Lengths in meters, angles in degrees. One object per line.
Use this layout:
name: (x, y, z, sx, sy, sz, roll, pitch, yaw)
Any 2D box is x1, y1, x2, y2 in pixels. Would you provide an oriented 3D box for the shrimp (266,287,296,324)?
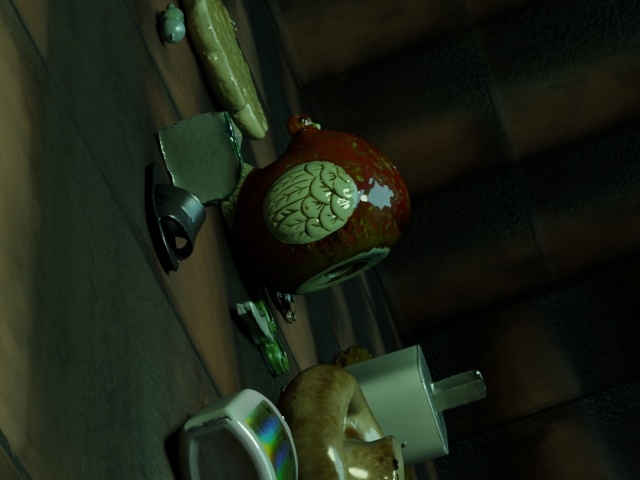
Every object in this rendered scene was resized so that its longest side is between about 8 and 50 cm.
shrimp: (-0.071, 0.045, 2.098, 0.124, 0.034, 0.178, 77, -11, -79)

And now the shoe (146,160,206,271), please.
shoe: (-0.146, -0.035, 1.491, 0.159, 0.053, 0.062, -107, 178, -53)

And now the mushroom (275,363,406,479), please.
mushroom: (0.020, 0.266, 1.588, 0.278, 0.146, 0.278, -11, 90, -79)

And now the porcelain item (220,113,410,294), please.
porcelain item: (-0.011, -0.058, 1.952, 0.253, 0.253, 0.253, -20, 90, -85)

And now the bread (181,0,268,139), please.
bread: (-0.158, -0.298, 2.332, 0.316, 0.054, 0.316, -20, 90, -85)

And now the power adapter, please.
power adapter: (0.086, 0.218, 1.849, 0.187, 0.255, 0.124, -75, 148, -81)

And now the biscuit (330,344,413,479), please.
biscuit: (0.080, 0.313, 2.412, 0.296, 0.075, 0.296, -18, 90, -80)

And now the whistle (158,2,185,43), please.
whistle: (-0.201, -0.295, 1.967, 0.100, 0.035, 0.035, -101, 170, -56)

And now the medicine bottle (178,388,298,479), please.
medicine bottle: (-0.067, 0.194, 1.292, 0.219, 0.078, 0.115, -17, 85, -85)

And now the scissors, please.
scissors: (-0.075, 0.109, 1.814, 0.204, 0.027, 0.101, 60, 8, -74)

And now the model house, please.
model house: (-0.128, -0.090, 1.685, 0.100, 0.088, 0.100, 5, 69, -83)
